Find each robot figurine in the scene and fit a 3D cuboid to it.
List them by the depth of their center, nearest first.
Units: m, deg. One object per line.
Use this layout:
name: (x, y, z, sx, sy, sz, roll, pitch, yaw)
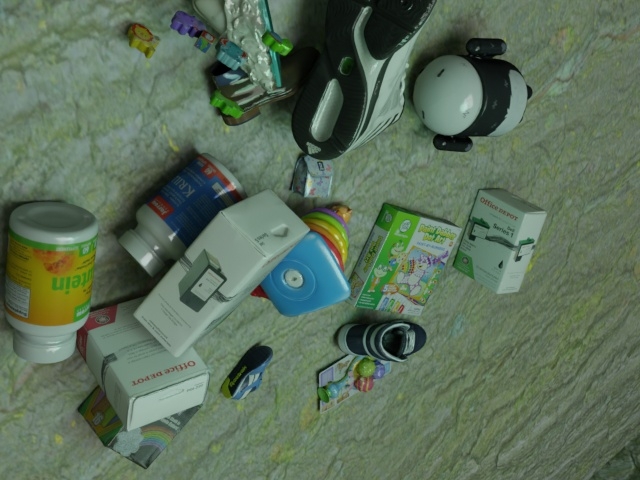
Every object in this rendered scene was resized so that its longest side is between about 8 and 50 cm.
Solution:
robot figurine: (0.323, -0.307, 1.812, 0.278, 0.174, 0.209, -5, 83, -39)

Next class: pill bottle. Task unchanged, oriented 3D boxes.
pill bottle: (-0.443, 0.072, 1.393, 0.136, 0.136, 0.245, -7, 120, -38)
pill bottle: (-0.246, -0.041, 1.506, 0.221, 0.124, 0.124, -44, 136, -13)

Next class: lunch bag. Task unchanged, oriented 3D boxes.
lunch bag: (-0.013, -0.130, 1.709, 0.071, 0.053, 0.083, -1, 106, -43)

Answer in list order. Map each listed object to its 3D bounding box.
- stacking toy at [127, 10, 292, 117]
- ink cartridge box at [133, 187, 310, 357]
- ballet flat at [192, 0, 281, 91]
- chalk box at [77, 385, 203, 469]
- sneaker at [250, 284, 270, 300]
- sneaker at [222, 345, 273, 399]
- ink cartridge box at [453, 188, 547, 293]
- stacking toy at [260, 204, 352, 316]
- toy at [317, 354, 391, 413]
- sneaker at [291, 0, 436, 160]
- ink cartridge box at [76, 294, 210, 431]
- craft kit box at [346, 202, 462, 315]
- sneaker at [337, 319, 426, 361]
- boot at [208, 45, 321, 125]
stacking toy: (-0.173, -0.314, 1.334, 0.221, 0.052, 0.167, 34, 128, -16)
ink cartridge box: (-0.170, 0.052, 1.493, 0.273, 0.115, 0.198, -47, 176, 25)
ballet flat: (-0.148, -0.436, 1.359, 0.147, 0.147, 0.408, -25, 124, -29)
chalk box: (-0.331, 0.302, 1.641, 0.213, 0.132, 0.132, -49, 136, -8)
sneaker: (-0.162, 0.083, 1.703, 0.128, 0.087, 0.221, -40, 123, -4)
sneaker: (-0.150, 0.288, 1.848, 0.144, 0.053, 0.059, -48, 137, 5)
ink cartridge box: (0.442, -0.002, 2.109, 0.093, 0.160, 0.219, -3, 116, -40)
stacking toy: (0.000, 0.000, 1.701, 0.165, 0.175, 0.302, 60, 33, -17)
toy: (0.101, 0.334, 2.093, 0.237, 0.056, 0.136, -23, 129, -29)
sneaker: (0.107, -0.362, 1.577, 0.447, 0.169, 0.257, -62, 168, 16)
ink cartridge box: (-0.319, 0.214, 1.524, 0.159, 0.218, 0.092, -16, 136, -34)
craft kit box: (0.195, 0.051, 2.004, 0.250, 0.061, 0.246, 11, 105, -45)
sneaker: (0.191, 0.240, 2.029, 0.282, 0.153, 0.099, 5, 83, -42)
boot: (-0.097, -0.303, 1.507, 0.219, 0.082, 0.106, -39, 137, -13)
